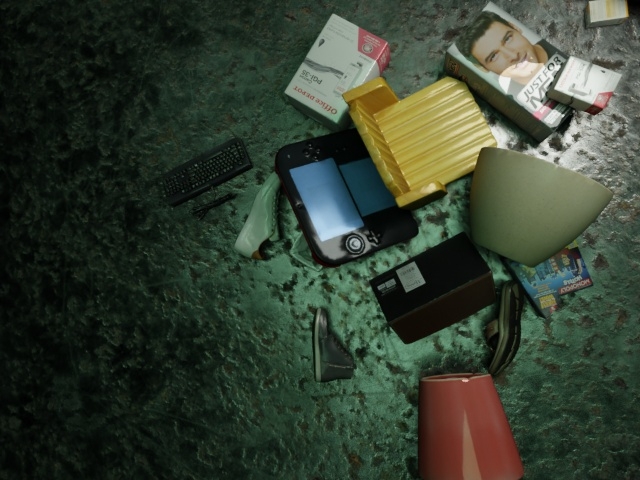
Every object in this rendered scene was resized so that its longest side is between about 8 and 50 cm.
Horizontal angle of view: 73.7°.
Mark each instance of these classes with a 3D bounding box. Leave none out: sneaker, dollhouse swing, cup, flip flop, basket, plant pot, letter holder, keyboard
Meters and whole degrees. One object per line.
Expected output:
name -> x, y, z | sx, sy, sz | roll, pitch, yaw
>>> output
sneaker -> 0.036, 0.318, 1.313 | 0.117, 0.083, 0.222 | -1, 80, -8
dollhouse swing -> 0.302, -0.306, 1.191 | 0.304, 0.315, 0.347 | -27, 82, 21
sneaker -> -0.162, -0.073, 1.357 | 0.123, 0.106, 0.290 | 26, 102, 5
cup -> 0.528, -0.070, 1.115 | 0.330, 0.331, 0.237 | 25, 100, 11
flip flop -> 0.509, 0.245, 1.209 | 0.080, 0.112, 0.278 | 10, 99, 47
basket -> 0.000, 0.000, 1.313 | 0.113, 0.103, 0.167 | 32, 94, 11
plant pot -> 0.378, 0.490, 1.147 | 0.274, 0.275, 0.244 | -9, 75, 10
letter holder -> 0.330, 0.150, 1.233 | 0.301, 0.214, 0.152 | -29, 50, 9
keyboard -> -0.375, -0.197, 1.433 | 0.316, 0.033, 0.202 | -25, 83, 10

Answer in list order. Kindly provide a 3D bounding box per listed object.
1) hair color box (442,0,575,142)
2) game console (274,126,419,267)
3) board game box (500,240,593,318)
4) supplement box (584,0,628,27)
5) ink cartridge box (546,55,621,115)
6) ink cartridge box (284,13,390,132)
hair color box -> 0.560, -0.479, 1.224 | 0.374, 0.113, 0.185 | 42, 95, 11
game console -> 0.074, -0.136, 1.248 | 0.341, 0.060, 0.387 | -20, 79, -17
board game box -> 0.642, 0.111, 1.204 | 0.194, 0.060, 0.194 | -19, 84, 9
supplement box -> 0.816, -0.652, 1.222 | 0.098, 0.036, 0.062 | -3, 87, 11
ink cartridge box -> 0.683, -0.402, 1.111 | 0.135, 0.056, 0.099 | 26, 93, 10
ink cartridge box -> 0.053, -0.507, 1.321 | 0.207, 0.117, 0.283 | 33, 93, 11
